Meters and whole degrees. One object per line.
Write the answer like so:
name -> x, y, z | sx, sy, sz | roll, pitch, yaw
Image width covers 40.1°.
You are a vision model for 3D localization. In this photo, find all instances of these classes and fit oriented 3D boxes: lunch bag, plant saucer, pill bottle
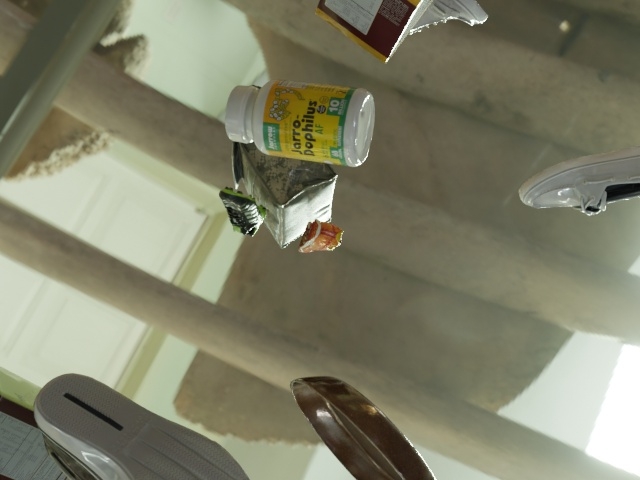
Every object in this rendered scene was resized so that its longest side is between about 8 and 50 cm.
lunch bag -> -0.104, -0.166, 1.893 | 0.169, 0.287, 0.235 | -29, 162, -14
plant saucer -> 0.041, 0.169, 0.712 | 0.029, 0.168, 0.168 | -40, -167, -19
pill bottle -> -0.032, -0.181, 1.324 | 0.117, 0.208, 0.118 | 10, 90, -74

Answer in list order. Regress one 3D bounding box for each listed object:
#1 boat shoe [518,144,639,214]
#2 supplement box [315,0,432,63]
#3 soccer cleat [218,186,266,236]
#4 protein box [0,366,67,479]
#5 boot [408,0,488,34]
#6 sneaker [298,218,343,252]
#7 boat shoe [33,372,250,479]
boat shoe -> 0.348, -0.066, 1.110 | 0.066, 0.184, 0.063 | 72, 8, -60
supplement box -> 0.111, -0.386, 1.200 | 0.191, 0.129, 0.194 | -54, 180, -16
soccer cleat -> -0.154, -0.053, 1.710 | 0.072, 0.060, 0.179 | -68, 159, -7
protein box -> -0.528, 0.307, 1.449 | 0.200, 0.201, 0.136 | 26, -102, 45
boot -> 0.199, -0.432, 1.616 | 0.123, 0.258, 0.095 | -50, -131, 18
sneaker -> 0.000, 0.000, 1.627 | 0.175, 0.067, 0.064 | 179, -69, -80
boat shoe -> -0.199, 0.281, 1.042 | 0.121, 0.335, 0.119 | -40, 153, -38
